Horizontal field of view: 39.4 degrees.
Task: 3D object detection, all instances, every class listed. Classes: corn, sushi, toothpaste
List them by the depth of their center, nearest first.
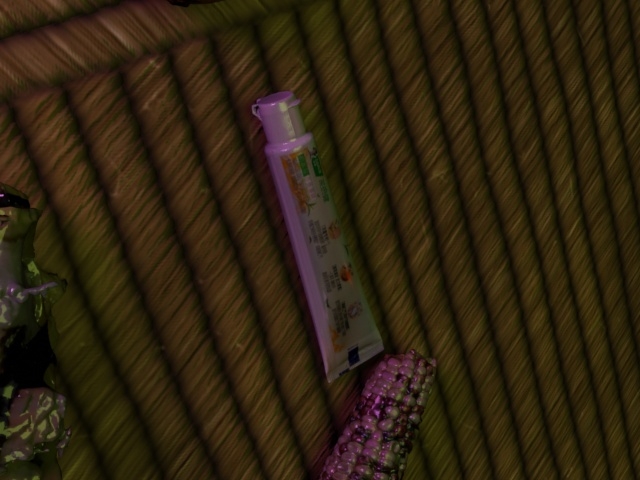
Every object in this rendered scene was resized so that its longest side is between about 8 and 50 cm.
[{"bbox_3d":[-0.253,0.099,0.720,0.139,0.131,0.291,-6,93,-32],"label":"sushi"},{"bbox_3d":[0.000,0.000,0.923,0.056,0.058,0.314,-70,147,-62],"label":"toothpaste"},{"bbox_3d":[0.045,0.246,0.971,0.092,0.092,0.280,31,76,-34],"label":"corn"}]

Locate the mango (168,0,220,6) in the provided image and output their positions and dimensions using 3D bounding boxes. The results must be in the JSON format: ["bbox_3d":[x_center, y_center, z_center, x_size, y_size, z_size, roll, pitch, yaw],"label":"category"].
[{"bbox_3d":[-0.119,-0.347,0.748,0.177,0.120,0.295,-11,102,-25],"label":"mango"}]
